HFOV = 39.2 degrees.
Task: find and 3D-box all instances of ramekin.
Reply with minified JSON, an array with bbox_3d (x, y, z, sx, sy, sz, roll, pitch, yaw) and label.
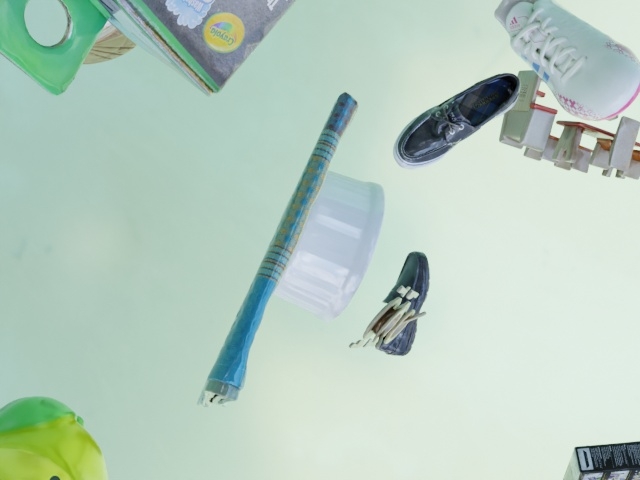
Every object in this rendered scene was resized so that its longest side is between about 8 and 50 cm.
[{"bbox_3d":[0.000,0.000,1.665,0.135,0.277,0.277,22,114,-12],"label":"ramekin"}]

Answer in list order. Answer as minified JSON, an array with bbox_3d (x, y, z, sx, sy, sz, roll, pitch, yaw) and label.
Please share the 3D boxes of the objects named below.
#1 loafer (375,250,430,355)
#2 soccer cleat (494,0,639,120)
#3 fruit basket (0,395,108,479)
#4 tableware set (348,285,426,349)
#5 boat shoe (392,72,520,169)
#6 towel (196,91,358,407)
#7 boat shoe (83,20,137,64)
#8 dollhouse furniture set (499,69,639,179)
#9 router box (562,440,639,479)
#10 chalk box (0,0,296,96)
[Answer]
[{"bbox_3d":[0.168,0.128,1.854,0.078,0.076,0.223,15,90,-27],"label":"loafer"},{"bbox_3d":[0.335,-0.269,1.276,0.143,0.331,0.116,27,111,-21],"label":"soccer cleat"},{"bbox_3d":[-0.265,0.289,0.645,0.392,0.392,0.283,-22,172,-8],"label":"fruit basket"},{"bbox_3d":[0.120,0.138,1.463,0.128,0.039,0.194,-49,165,4],"label":"tableware set"},{"bbox_3d":[0.214,-0.189,1.387,0.228,0.080,0.076,-28,172,-6],"label":"boat shoe"},{"bbox_3d":[-0.053,0.028,1.090,0.040,0.271,0.370,25,74,-3],"label":"towel"},{"bbox_3d":[-0.232,-0.258,1.034,0.170,0.059,0.063,-23,170,32],"label":"boat shoe"},{"bbox_3d":[0.470,-0.209,1.650,0.259,0.262,0.135,14,94,-22],"label":"dollhouse furniture set"},{"bbox_3d":[0.460,0.368,1.416,0.133,0.046,0.179,-5,148,4],"label":"router box"},{"bbox_3d":[-0.080,-0.169,0.423,0.213,0.132,0.132,-49,157,-3],"label":"chalk box"}]
